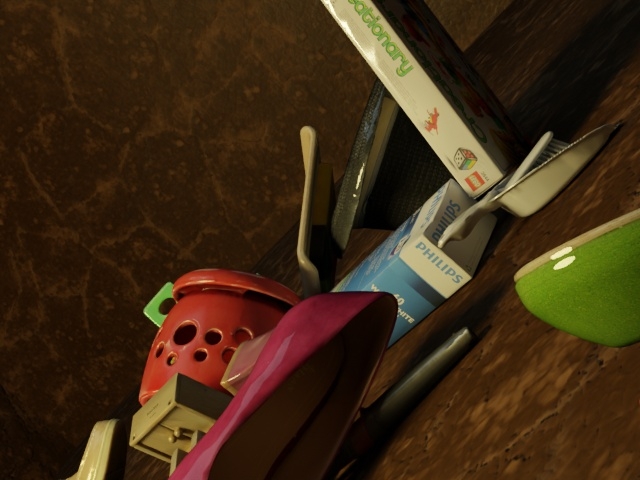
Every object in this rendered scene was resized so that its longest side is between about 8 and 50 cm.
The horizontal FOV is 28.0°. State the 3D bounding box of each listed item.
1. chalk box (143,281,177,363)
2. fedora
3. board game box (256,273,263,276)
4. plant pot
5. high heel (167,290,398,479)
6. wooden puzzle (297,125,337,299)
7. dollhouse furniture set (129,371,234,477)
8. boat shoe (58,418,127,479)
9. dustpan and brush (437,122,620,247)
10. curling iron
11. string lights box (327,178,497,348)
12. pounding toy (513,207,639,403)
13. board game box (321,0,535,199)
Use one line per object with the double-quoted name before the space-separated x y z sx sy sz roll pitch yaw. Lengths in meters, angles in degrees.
"chalk box" -0.181 0.158 2.038 0.132 0.213 0.132 -49 6 -8
"fedora" 0.125 -0.112 1.690 0.334 0.152 0.334 18 -90 -87
"board game box" -0.100 0.172 1.691 0.210 0.160 0.047 -48 -36 5
"plant pot" -0.113 0.134 1.569 0.191 0.191 0.174 144 139 -64
"high heel" -0.037 0.197 1.122 0.181 0.127 0.377 -28 37 36
"wooden puzzle" 0.000 0.000 1.730 0.221 0.044 0.238 82 -173 -54
"dollhouse furniture set" -0.121 0.289 1.378 0.212 0.161 0.242 -44 29 34
"boat shoe" -0.355 0.388 1.818 0.109 0.098 0.302 -27 -45 -78
"dustpan and brush" 0.207 -0.055 1.358 0.211 0.060 0.147 -49 6 -14
"curling iron" 0.043 0.173 1.209 0.274 0.035 0.068 -47 6 17
"string lights box" 0.080 0.056 1.485 0.260 0.077 0.133 -44 8 37
"pounding toy" 0.228 0.025 0.661 0.237 0.110 0.183 -20 -9 -7
"board game box" 0.128 -0.200 1.519 0.053 0.305 0.193 -38 -1 24
